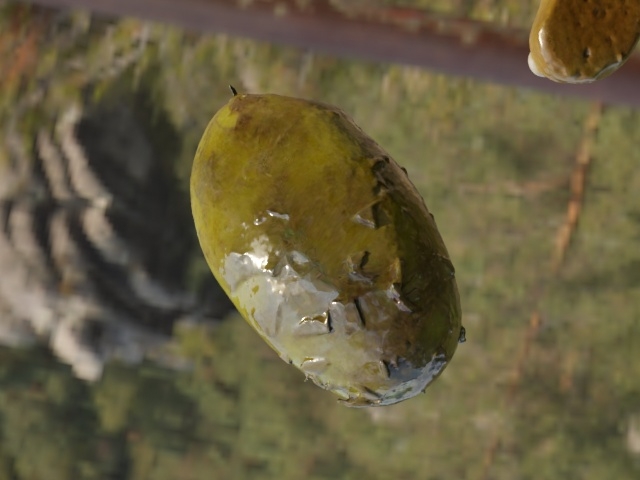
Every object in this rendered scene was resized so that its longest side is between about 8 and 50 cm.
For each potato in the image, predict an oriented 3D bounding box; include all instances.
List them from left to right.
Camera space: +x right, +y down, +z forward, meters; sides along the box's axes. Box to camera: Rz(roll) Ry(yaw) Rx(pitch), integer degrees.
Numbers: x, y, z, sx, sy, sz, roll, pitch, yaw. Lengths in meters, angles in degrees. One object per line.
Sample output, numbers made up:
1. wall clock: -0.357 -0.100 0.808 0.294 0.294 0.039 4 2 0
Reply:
1. potato: 0.000 0.000 1.301 0.149 0.251 0.113 -31 170 3

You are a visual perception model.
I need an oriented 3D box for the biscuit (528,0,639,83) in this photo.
1. biscuit: 0.174 -0.263 1.229 0.197 0.301 0.049 -23 -171 -20
